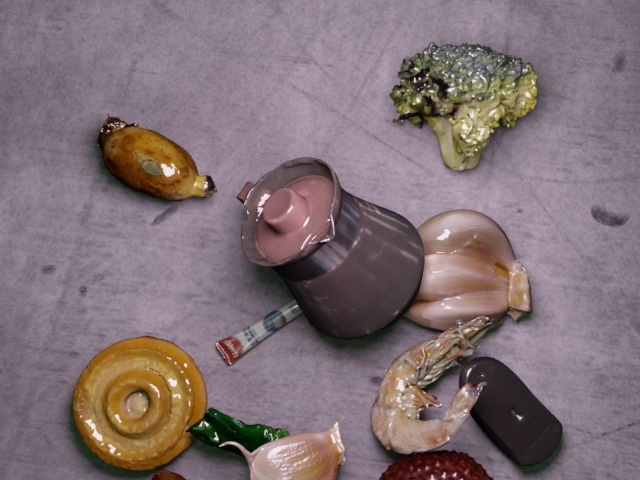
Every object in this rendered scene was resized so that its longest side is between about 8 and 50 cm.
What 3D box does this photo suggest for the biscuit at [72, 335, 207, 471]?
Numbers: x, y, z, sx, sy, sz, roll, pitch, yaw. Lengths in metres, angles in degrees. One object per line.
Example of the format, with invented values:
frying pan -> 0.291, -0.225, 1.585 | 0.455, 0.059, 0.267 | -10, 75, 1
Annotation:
biscuit -> -0.398, 0.357, 1.510 | 0.297, 0.102, 0.296 | 0, 80, -1

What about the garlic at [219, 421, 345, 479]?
garlic -> -0.079, 0.491, 1.451 | 0.267, 0.128, 0.148 | 0, 55, -25

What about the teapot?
teapot -> 0.000, 0.000, 1.420 | 0.376, 0.362, 0.305 | 30, 81, 46

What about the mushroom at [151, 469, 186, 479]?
mushroom -> -0.353, 0.629, 1.465 | 0.218, 0.148, 0.227 | -31, 71, 14

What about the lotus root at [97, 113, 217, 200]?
lotus root -> -0.380, -0.171, 1.559 | 0.314, 0.169, 0.141 | 29, 96, 5

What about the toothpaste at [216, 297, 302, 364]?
toothpaste -> -0.124, 0.196, 1.561 | 0.239, 0.039, 0.062 | -33, 89, -2

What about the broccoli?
broccoli -> 0.315, -0.301, 1.552 | 0.293, 0.348, 0.280 | 20, 117, 41

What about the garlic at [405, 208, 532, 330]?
garlic -> 0.312, 0.064, 1.532 | 0.325, 0.132, 0.278 | 10, 74, -2

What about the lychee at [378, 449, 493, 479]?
lychee -> 0.234, 0.562, 1.383 | 0.276, 0.304, 0.275 | 6, 118, 11

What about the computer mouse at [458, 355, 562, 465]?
computer mouse -> 0.402, 0.367, 1.498 | 0.137, 0.086, 0.269 | -43, 91, -11

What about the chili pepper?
chili pepper -> -0.177, 0.423, 1.479 | 0.224, 0.061, 0.098 | 19, 112, -21

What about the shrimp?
shrimp -> 0.246, 0.301, 1.443 | 0.360, 0.247, 0.085 | -47, 125, 7
